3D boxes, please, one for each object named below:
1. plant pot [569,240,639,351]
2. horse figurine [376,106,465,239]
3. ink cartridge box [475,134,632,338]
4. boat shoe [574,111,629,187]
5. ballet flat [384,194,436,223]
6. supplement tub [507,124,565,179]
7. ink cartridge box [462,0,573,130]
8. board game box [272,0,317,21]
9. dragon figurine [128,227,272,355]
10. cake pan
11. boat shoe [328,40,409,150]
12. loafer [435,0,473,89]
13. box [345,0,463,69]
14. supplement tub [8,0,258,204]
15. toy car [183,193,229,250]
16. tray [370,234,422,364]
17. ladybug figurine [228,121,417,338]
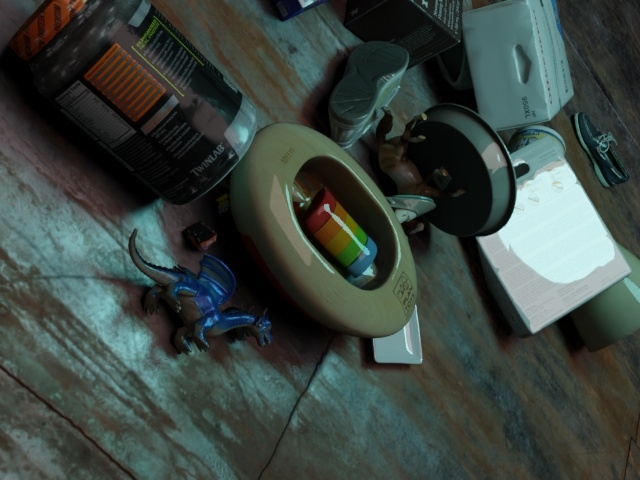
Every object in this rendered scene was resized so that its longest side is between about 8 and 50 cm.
[{"bbox_3d":[0.708,0.098,2.122,0.256,0.256,0.274,-28,80,-47],"label":"plant pot"},{"bbox_3d":[0.182,-0.150,1.713,0.066,0.174,0.263,-29,90,-40],"label":"horse figurine"},{"bbox_3d":[0.500,-0.011,1.953,0.308,0.091,0.385,-28,83,-15],"label":"ink cartridge box"},{"bbox_3d":[0.841,-0.277,2.494,0.095,0.079,0.254,-36,102,-46],"label":"boat shoe"},{"bbox_3d":[0.123,-0.058,1.643,0.213,0.072,0.068,8,72,-13],"label":"ballet flat"},{"bbox_3d":[0.530,-0.174,2.088,0.144,0.144,0.200,42,49,-27],"label":"supplement tub"},{"bbox_3d":[0.488,-0.445,2.036,0.395,0.166,0.285,-36,114,-61],"label":"ink cartridge box"},{"bbox_3d":[-0.055,-0.647,1.673,0.233,0.078,0.347,-34,101,-32],"label":"board game box"},{"bbox_3d":[-0.191,0.077,1.295,0.289,0.085,0.144,55,45,-17],"label":"dragon figurine"},{"bbox_3d":[0.272,-0.134,1.715,0.054,0.293,0.293,-27,95,-31],"label":"cake pan"},{"bbox_3d":[0.095,-0.311,1.734,0.118,0.103,0.320,21,47,7],"label":"boat shoe"},{"bbox_3d":[0.312,-0.522,2.020,0.111,0.112,0.319,-13,85,-56],"label":"loafer"},{"bbox_3d":[0.188,-0.519,1.848,0.203,0.167,0.168,28,56,-36],"label":"box"},{"bbox_3d":[-0.272,-0.229,1.237,0.338,0.207,0.207,44,48,-26],"label":"supplement tub"},{"bbox_3d":[-0.172,-0.024,1.378,0.122,0.060,0.040,-46,140,-38],"label":"toy car"},{"bbox_3d":[0.132,0.111,1.657,0.145,0.030,0.270,10,68,-44],"label":"tray"},{"bbox_3d":[0.000,0.000,1.464,0.449,0.162,0.305,50,45,-19],"label":"ladybug figurine"}]
